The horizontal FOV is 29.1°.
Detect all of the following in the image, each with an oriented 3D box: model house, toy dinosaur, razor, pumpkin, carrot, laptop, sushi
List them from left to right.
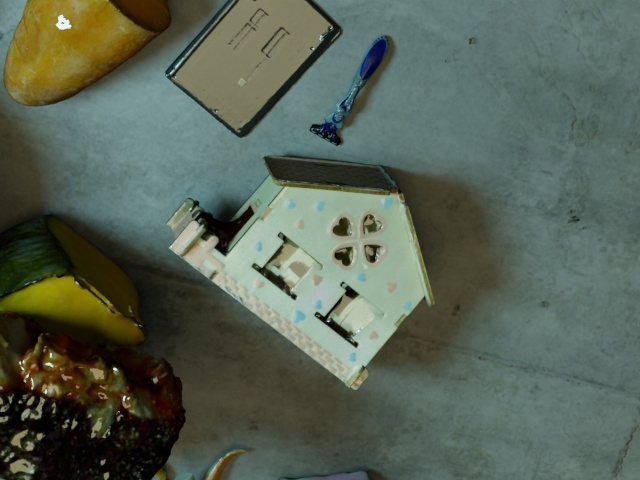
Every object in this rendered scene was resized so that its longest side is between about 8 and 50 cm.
[{"bbox_3d":[-0.331,0.175,1.401,0.343,0.196,0.182,19,91,-25],"label":"sushi"},{"bbox_3d":[-0.353,0.137,1.582,0.256,0.225,0.303,14,106,-14],"label":"pumpkin"},{"bbox_3d":[-0.302,-0.254,1.496,0.159,0.159,0.225,43,118,-14],"label":"carrot"},{"bbox_3d":[-0.195,0.381,1.764,0.212,0.057,0.142,-11,121,5],"label":"toy dinosaur"},{"bbox_3d":[-0.085,-0.237,1.556,0.135,0.016,0.197,40,105,-15],"label":"laptop"},{"bbox_3d":[0.000,0.000,1.577,0.326,0.169,0.244,39,98,-15],"label":"model house"},{"bbox_3d":[0.043,-0.191,1.566,0.044,0.028,0.154,29,108,-10],"label":"razor"}]

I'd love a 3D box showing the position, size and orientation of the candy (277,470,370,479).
[{"bbox_3d":[0.004,0.428,1.670,0.155,0.265,0.116,-8,114,3],"label":"candy"}]
